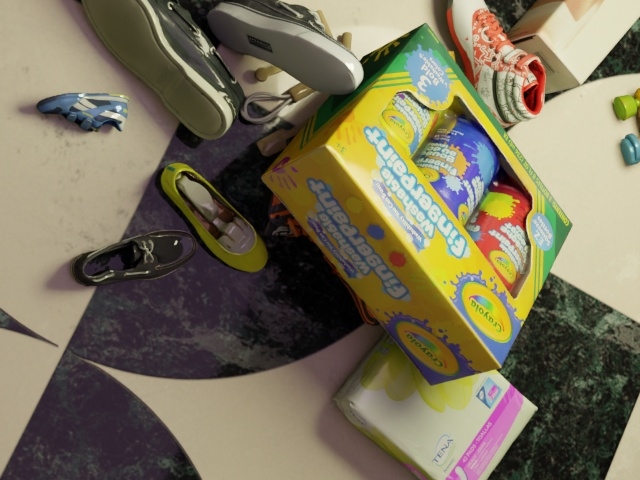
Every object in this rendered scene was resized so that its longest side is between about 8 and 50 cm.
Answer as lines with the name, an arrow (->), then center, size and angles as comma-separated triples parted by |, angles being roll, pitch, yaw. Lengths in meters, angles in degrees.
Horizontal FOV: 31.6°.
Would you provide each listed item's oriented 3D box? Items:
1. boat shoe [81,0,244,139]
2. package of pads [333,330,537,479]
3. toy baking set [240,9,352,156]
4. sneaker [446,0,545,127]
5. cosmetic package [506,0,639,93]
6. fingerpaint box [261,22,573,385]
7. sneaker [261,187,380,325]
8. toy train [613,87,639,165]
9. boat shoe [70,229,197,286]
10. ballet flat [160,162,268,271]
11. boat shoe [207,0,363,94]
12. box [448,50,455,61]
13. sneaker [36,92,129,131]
boat shoe -> -0.241, -0.320, 1.790 | 0.340, 0.127, 0.113 | 46, 45, -5
package of pads -> 0.193, 0.283, 1.931 | 0.296, 0.101, 0.229 | 43, 74, -13
toy baking set -> -0.038, -0.263, 1.904 | 0.196, 0.030, 0.256 | 2, 84, -15
sneaker -> 0.310, -0.330, 1.954 | 0.090, 0.145, 0.270 | -17, 99, -41
cosmetic package -> 0.474, -0.412, 2.026 | 0.129, 0.153, 0.296 | 46, 73, -14
fingerpaint box -> 0.174, -0.060, 1.810 | 0.445, 0.163, 0.371 | 51, 47, -15
sneaker -> 0.000, 0.000, 1.871 | 0.180, 0.124, 0.321 | -15, 83, -16
toy train -> 0.610, -0.269, 2.105 | 0.143, 0.105, 0.248 | -16, 94, -6
boat shoe -> -0.287, 0.030, 1.783 | 0.206, 0.065, 0.075 | -13, 93, -20
ballet flat -> -0.166, -0.034, 1.822 | 0.231, 0.077, 0.077 | 47, 74, -13
boat shoe -> -0.040, -0.325, 1.794 | 0.102, 0.301, 0.108 | -46, 143, -25
box -> 0.175, -0.282, 1.980 | 0.136, 0.028, 0.081 | -11, 92, -17
sneaker -> -0.369, -0.199, 1.768 | 0.144, 0.053, 0.059 | -1, 91, -19
